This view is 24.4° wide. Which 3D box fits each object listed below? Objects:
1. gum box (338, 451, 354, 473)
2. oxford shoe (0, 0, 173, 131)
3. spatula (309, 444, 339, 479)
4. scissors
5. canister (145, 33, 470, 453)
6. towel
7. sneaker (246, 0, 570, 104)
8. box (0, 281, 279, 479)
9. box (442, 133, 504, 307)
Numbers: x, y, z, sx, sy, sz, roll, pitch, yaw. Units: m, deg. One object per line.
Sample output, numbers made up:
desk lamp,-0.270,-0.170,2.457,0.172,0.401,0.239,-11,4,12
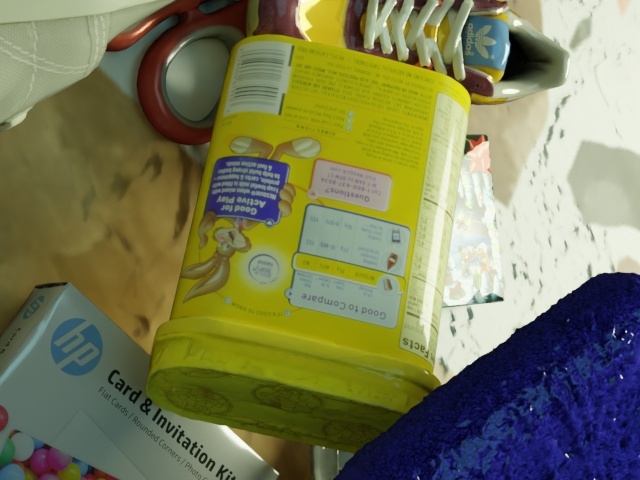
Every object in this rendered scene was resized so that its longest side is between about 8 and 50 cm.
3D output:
gum box,0.071,0.178,0.775,0.184,0.041,0.157,34,67,-29
oxford shoe,-0.187,-0.080,0.573,0.449,0.169,0.130,-34,146,-41
spatula,0.008,0.081,0.707,0.084,0.030,0.296,30,63,-31
scissors,-0.001,-0.152,0.771,0.297,0.021,0.109,-37,106,-32
canister,0.000,0.000,0.671,0.126,0.073,0.169,13,65,-5
towel,0.046,0.172,0.629,0.308,0.076,0.227,-35,139,-20
sneaker,0.048,-0.107,0.744,0.185,0.084,0.069,2,98,-45
box,-0.119,0.135,0.644,0.145,0.038,0.186,46,60,-24
box,0.035,-0.008,0.777,0.137,0.027,0.093,-4,86,-36
